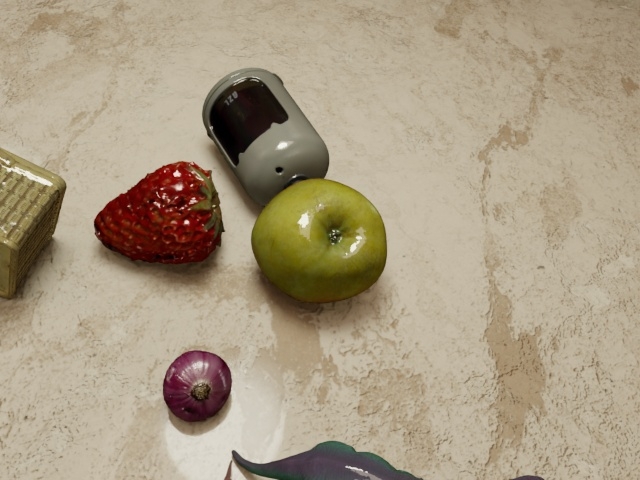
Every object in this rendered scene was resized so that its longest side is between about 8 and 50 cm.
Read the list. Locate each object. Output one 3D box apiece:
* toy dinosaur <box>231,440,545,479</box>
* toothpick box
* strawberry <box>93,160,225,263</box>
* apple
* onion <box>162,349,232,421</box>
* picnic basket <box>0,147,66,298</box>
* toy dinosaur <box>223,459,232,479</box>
[{"bbox_3d":[0.063,0.309,0.692,0.383,0.331,0.129,20,49,4],"label":"toy dinosaur"},{"bbox_3d":[-0.105,-0.205,1.154,0.228,0.229,0.316,-21,61,-24],"label":"toothpick box"},{"bbox_3d":[-0.313,-0.038,0.993,0.244,0.205,0.205,-13,54,2],"label":"strawberry"},{"bbox_3d":[0.000,0.000,0.989,0.260,0.194,0.261,4,75,-14],"label":"apple"},{"bbox_3d":[-0.205,0.239,0.856,0.115,0.115,0.104,-21,14,-24],"label":"onion"},{"bbox_3d":[-0.628,-0.071,0.879,0.312,0.228,0.175,27,51,-16],"label":"picnic basket"},{"bbox_3d":[-0.137,0.432,0.752,0.108,0.032,0.220,5,42,-2],"label":"toy dinosaur"}]
